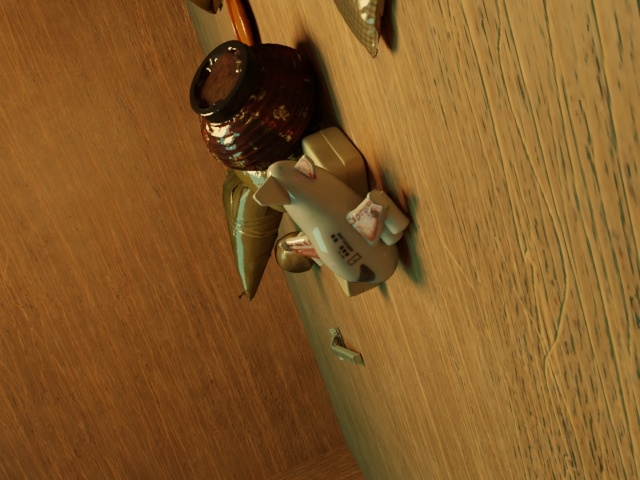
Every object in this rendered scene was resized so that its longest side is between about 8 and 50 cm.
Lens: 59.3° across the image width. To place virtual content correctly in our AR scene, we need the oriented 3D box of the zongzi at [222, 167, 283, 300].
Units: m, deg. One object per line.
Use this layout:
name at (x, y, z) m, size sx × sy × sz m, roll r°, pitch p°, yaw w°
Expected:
zongzi at (-0.246, -0.074, 1.851) m, size 0.447 × 0.181 × 0.418 m, roll -131°, pitch 49°, yaw -64°

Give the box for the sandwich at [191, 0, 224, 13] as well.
sandwich at (-0.290, -0.644, 1.379) m, size 0.128 × 0.122 × 0.235 m, roll 32°, pitch 180°, yaw -13°

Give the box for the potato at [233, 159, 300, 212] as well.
potato at (-0.094, -0.167, 1.187) m, size 0.251 × 0.174 × 0.159 m, roll 63°, pitch -171°, yaw 24°

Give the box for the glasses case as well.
glasses case at (0.041, -0.043, 1.018) m, size 0.131 × 0.070 × 0.313 m, roll -120°, pitch 13°, yaw -45°

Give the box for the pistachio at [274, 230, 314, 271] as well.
pistachio at (-0.079, 0.044, 1.775) m, size 0.226 × 0.136 × 0.136 m, roll 84°, pitch 163°, yaw -74°

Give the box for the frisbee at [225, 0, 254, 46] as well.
frisbee at (-0.190, -0.528, 1.380) m, size 0.192 × 0.035 × 0.192 m, roll 161°, pitch 90°, yaw -82°

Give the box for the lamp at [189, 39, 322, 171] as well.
lamp at (-0.108, -0.236, 1.010) m, size 0.247 × 0.247 × 0.247 m, roll 159°, pitch 90°, yaw -81°

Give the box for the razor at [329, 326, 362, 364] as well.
razor at (0.072, 0.348, 1.760) m, size 0.278 × 0.056 × 0.111 m, roll 177°, pitch 74°, yaw -81°

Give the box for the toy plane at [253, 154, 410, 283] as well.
toy plane at (0.017, -0.026, 0.845) m, size 0.252 × 0.118 × 0.252 m, roll 22°, pitch 146°, yaw 16°

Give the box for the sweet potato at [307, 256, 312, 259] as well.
sweet potato at (0.000, 0.000, 1.390) m, size 0.274 × 0.067 × 0.067 m, roll 114°, pitch 134°, yaw -70°

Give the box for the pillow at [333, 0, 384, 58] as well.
pillow at (0.037, -0.303, 0.575) m, size 0.211 × 0.034 × 0.135 m, roll 89°, pitch 160°, yaw -61°
